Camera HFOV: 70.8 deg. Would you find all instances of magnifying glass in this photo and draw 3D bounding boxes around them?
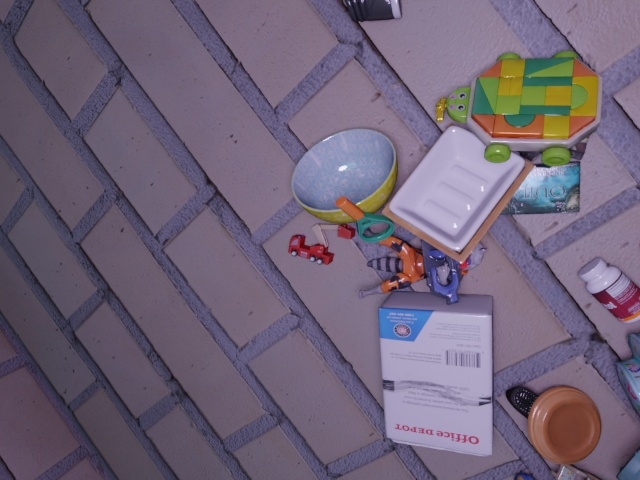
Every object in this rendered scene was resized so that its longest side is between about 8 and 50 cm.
[{"bbox_3d":[0.107,-0.049,1.095,0.092,0.231,0.026,-29,55,21],"label":"magnifying glass"}]

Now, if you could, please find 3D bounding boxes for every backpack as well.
[{"bbox_3d":[0.793,0.322,1.014,0.191,0.225,0.253,-19,91,20],"label":"backpack"}]

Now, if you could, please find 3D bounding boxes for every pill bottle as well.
[{"bbox_3d":[0.700,0.117,1.076,0.152,0.086,0.086,46,115,7],"label":"pill bottle"}]

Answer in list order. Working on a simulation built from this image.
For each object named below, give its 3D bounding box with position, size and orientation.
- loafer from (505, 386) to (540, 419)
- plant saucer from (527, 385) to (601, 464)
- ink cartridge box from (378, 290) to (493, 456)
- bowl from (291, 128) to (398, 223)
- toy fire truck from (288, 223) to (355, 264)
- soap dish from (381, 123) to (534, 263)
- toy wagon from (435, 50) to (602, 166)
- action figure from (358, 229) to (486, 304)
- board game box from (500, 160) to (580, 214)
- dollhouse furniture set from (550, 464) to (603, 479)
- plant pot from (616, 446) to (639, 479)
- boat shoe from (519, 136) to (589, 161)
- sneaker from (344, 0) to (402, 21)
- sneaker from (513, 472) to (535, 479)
[{"bbox_3d":[0.595,0.464,1.220,0.220,0.078,0.080,41,83,-3],"label":"loafer"},{"bbox_3d":[0.638,0.481,1.164,0.200,0.037,0.199,0,87,-7],"label":"plant saucer"},{"bbox_3d":[0.326,0.354,1.244,0.286,0.166,0.393,0,102,23],"label":"ink cartridge box"},{"bbox_3d":[0.083,-0.146,1.211,0.290,0.289,0.156,-7,143,24],"label":"bowl"},{"bbox_3d":[0.000,0.000,1.358,0.192,0.047,0.135,17,108,19],"label":"toy fire truck"},{"bbox_3d":[0.327,-0.112,1.087,0.229,0.118,0.290,36,84,25],"label":"soap dish"},{"bbox_3d":[0.434,-0.305,1.019,0.345,0.068,0.266,7,73,20],"label":"toy wagon"},{"bbox_3d":[0.274,0.013,1.222,0.331,0.178,0.340,-1,73,17],"label":"action figure"},{"bbox_3d":[0.536,-0.127,1.117,0.187,0.026,0.125,-1,102,23],"label":"board game box"},{"bbox_3d":[0.702,0.722,1.137,0.242,0.161,0.212,25,83,-1],"label":"dollhouse furniture set"},{"bbox_3d":[0.835,0.561,1.045,0.196,0.293,0.292,39,117,38],"label":"plant pot"},{"bbox_3d":[0.511,-0.225,1.074,0.224,0.080,0.073,5,99,17],"label":"boat shoe"},{"bbox_3d":[0.106,-0.688,1.112,0.147,0.104,0.295,-7,104,19],"label":"sneaker"},{"bbox_3d":[0.651,0.775,1.263,0.131,0.112,0.296,-25,94,8],"label":"sneaker"}]
